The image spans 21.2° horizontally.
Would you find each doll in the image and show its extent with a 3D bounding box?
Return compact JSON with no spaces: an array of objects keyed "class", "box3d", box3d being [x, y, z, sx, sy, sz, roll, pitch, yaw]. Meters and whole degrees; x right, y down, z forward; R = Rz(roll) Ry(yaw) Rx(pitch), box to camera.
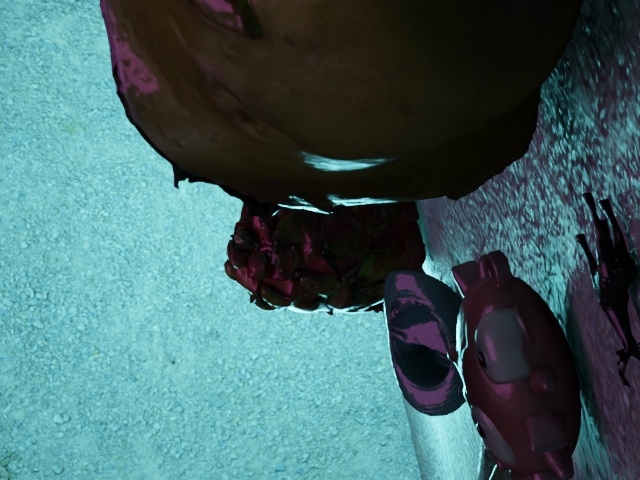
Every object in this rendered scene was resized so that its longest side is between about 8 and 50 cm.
[{"class":"doll","box3d":[0.165,0.122,1.432,0.211,0.093,0.262,-117,14,-51]}]

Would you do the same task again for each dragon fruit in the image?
[{"class":"dragon fruit","box3d":[0.000,0.000,2.482,0.269,0.291,0.250,77,173,-60]}]

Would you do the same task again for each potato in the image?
[{"class":"potato","box3d":[0.054,-0.128,1.042,0.296,0.290,0.397,27,159,50]}]

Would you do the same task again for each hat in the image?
[{"class":"hat","box3d":[0.144,0.118,2.112,0.138,0.078,0.191,4,108,49]}]

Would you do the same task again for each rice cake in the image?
[{"class":"rice cake","box3d":[0.206,0.253,1.998,0.245,0.042,0.045,79,-171,-69]}]

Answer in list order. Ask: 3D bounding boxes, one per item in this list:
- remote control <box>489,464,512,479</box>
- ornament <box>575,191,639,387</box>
[{"class":"remote control","box3d":[0.165,0.319,1.763,0.233,0.038,0.098,-65,-16,-16]},{"class":"ornament","box3d":[0.190,0.036,1.090,0.073,0.028,0.125,79,178,-67]}]
